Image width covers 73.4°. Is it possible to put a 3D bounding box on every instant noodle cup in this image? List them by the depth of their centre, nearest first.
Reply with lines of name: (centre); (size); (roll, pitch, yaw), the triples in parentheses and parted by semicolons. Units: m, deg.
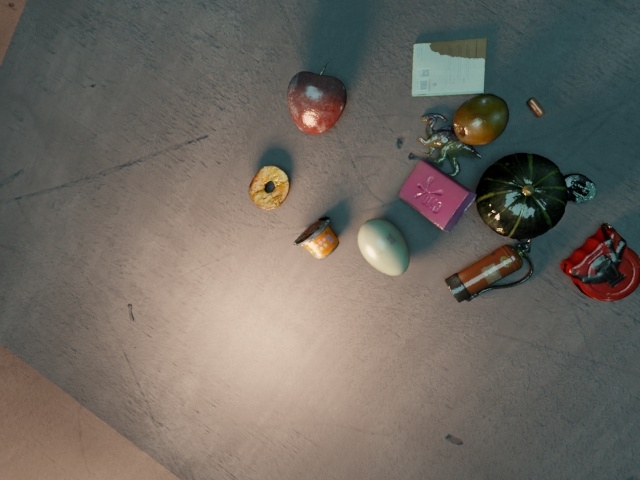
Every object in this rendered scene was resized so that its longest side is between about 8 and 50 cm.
instant noodle cup: (0.000, 0.000, 1.827); (0.208, 0.178, 0.126); (-26, 111, 43)

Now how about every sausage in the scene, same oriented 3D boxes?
sausage: (0.830, -0.512, 1.651); (0.034, 0.034, 0.083); (-39, 91, 14)

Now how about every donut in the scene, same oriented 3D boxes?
donut: (-0.216, -0.230, 1.871); (0.174, 0.074, 0.191); (16, 97, 9)

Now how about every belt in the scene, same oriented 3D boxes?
belt: (0.990, -0.199, 1.657); (0.139, 0.058, 0.105); (31, 106, 4)

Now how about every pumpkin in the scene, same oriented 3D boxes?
pumpkin: (0.743, -0.163, 1.599); (0.322, 0.241, 0.324); (-4, 77, 17)

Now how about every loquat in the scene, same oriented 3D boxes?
loquat: (0.611, -0.456, 1.622); (0.227, 0.179, 0.180); (-27, 94, -17)

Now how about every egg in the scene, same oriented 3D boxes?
egg: (0.263, 0.029, 1.765); (0.182, 0.183, 0.264); (-35, 98, 14)

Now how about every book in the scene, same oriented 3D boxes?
book: (0.504, -0.678, 1.692); (0.282, 0.025, 0.215); (3, 100, 11)

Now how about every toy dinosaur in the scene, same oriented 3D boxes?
toy dinosaur: (0.497, -0.383, 1.711); (0.294, 0.077, 0.162); (41, 102, 2)

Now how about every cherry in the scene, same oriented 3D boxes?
cherry: (-0.017, -0.567, 1.711); (0.235, 0.213, 0.286); (25, 112, 14)

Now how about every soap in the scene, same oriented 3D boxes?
soap: (0.453, -0.177, 1.684); (0.259, 0.081, 0.181); (47, 115, 34)

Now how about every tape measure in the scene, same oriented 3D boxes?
tape measure: (1.097, 0.103, 1.656); (0.260, 0.114, 0.253); (44, 104, 2)

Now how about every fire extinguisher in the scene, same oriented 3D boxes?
fire extinguisher: (0.709, 0.127, 1.752); (0.375, 0.113, 0.200); (-34, 134, 15)
